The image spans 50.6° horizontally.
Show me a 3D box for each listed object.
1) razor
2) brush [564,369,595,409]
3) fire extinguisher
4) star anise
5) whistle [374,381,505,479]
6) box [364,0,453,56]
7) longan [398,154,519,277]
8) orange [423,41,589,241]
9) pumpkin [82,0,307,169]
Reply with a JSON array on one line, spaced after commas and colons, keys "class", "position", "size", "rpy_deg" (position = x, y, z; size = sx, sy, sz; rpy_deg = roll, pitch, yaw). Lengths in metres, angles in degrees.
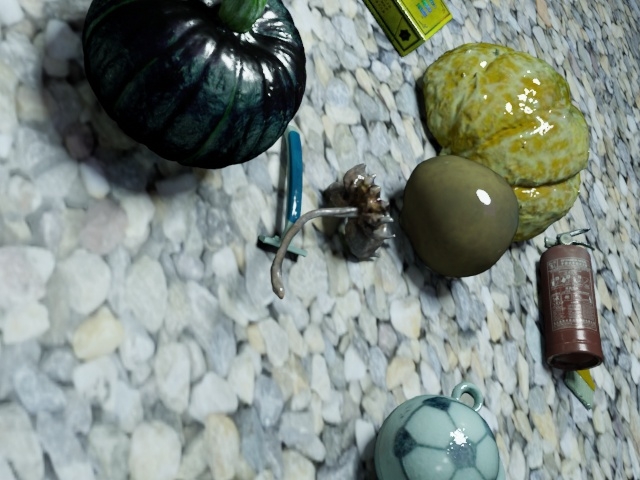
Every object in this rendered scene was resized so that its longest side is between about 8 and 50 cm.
[{"class": "razor", "position": [-0.038, -0.075, 0.888], "size": [0.068, 0.037, 0.191], "rpy_deg": [22, 57, -33]}, {"class": "brush", "position": [0.500, 0.213, 1.281], "size": [0.083, 0.011, 0.205], "rpy_deg": [46, 46, -16]}, {"class": "fire extinguisher", "position": [0.454, 0.094, 1.228], "size": [0.104, 0.104, 0.269], "rpy_deg": [28, 53, -32]}, {"class": "star anise", "position": [0.000, 0.000, 0.862], "size": [0.227, 0.218, 0.148], "rpy_deg": [-16, 120, -25]}, {"class": "whistle", "position": [0.122, 0.288, 0.801], "size": [0.163, 0.163, 0.290], "rpy_deg": [46, 60, -18]}, {"class": "box", "position": [0.133, -0.452, 1.204], "size": [0.220, 0.064, 0.141], "rpy_deg": [51, 45, -10]}, {"class": "longan", "position": [0.206, -0.039, 1.012], "size": [0.189, 0.189, 0.189], "rpy_deg": [20, 59, -36]}, {"class": "orange", "position": [0.347, -0.195, 1.189], "size": [0.270, 0.210, 0.369], "rpy_deg": [-22, 85, -44]}, {"class": "pumpkin", "position": [-0.118, -0.212, 0.727], "size": [0.248, 0.248, 0.248], "rpy_deg": [20, 59, -36]}]
